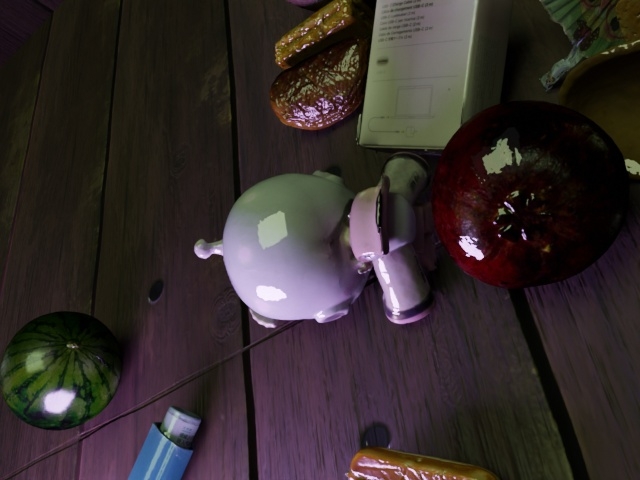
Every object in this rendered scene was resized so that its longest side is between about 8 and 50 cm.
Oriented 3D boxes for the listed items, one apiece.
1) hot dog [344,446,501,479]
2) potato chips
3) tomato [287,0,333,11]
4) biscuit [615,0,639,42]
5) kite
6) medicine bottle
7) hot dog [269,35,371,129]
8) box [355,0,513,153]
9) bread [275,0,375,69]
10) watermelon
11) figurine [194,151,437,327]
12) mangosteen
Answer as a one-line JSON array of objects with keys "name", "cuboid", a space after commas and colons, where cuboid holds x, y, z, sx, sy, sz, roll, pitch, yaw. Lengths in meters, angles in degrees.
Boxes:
[{"name": "hot dog", "cuboid": [0.123, 0.314, 0.858, 0.235, 0.062, 0.092, 1, 68, 41]}, {"name": "potato chips", "cuboid": [0.393, -0.161, 0.806, 0.062, 0.195, 0.208, -43, -8, -34]}, {"name": "tomato", "cuboid": [0.015, -0.623, 1.365, 0.316, 0.282, 0.317, -14, 70, 42]}, {"name": "biscuit", "cuboid": [0.448, -0.206, 0.784, 0.250, 0.035, 0.162, 42, 138, 14]}, {"name": "kite", "cuboid": [0.361, -0.289, 0.899, 0.323, 0.013, 0.268, 62, 156, 21]}, {"name": "medicine bottle", "cuboid": [-0.299, 0.415, 1.193, 0.124, 0.079, 0.259, 17, 79, 48]}, {"name": "hot dog", "cuboid": [0.010, -0.303, 1.302, 0.226, 0.099, 0.161, -19, 55, 34]}, {"name": "box", "cuboid": [0.174, -0.258, 1.061, 0.203, 0.106, 0.252, 10, 95, 47]}, {"name": "bread", "cuboid": [0.008, -0.405, 1.360, 0.210, 0.114, 0.083, -25, 68, 32]}, {"name": "watermelon", "cuboid": [-0.525, 0.262, 1.387, 0.242, 0.242, 0.243, -23, 52, 33]}, {"name": "figurine", "cuboid": [0.001, -0.009, 1.052, 0.361, 0.211, 0.253, -10, 60, 39]}, {"name": "mangosteen", "cuboid": [0.260, -0.062, 0.866, 0.235, 0.236, 0.261, -37, 4, 23]}]
